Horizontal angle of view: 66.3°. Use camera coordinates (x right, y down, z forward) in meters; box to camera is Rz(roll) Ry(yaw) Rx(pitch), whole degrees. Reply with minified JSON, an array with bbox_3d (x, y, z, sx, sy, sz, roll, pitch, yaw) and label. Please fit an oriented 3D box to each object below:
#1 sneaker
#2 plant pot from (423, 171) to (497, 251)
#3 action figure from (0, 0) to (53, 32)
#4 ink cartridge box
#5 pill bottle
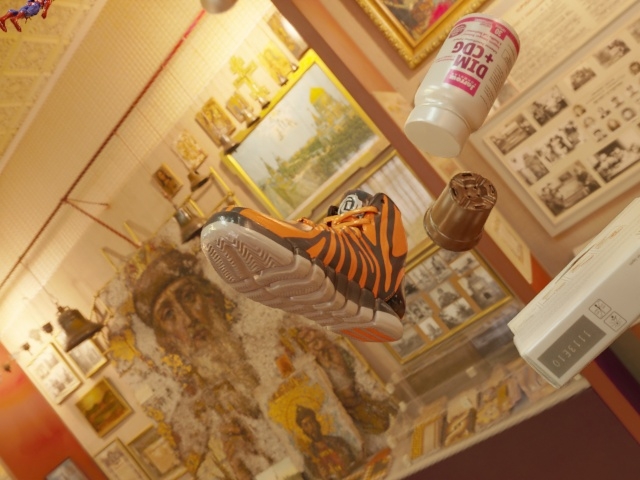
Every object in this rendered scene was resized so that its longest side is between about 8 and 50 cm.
[{"bbox_3d":[0.000,0.000,0.609,0.125,0.321,0.180,-10,59,38],"label":"sneaker"},{"bbox_3d":[0.372,-0.081,1.284,0.167,0.167,0.165,-38,-20,-24],"label":"plant pot"},{"bbox_3d":[-0.411,-0.330,0.701,0.030,0.038,0.115,75,-158,-47],"label":"action figure"},{"bbox_3d":[0.363,0.050,0.628,0.275,0.060,0.239,-48,-15,10],"label":"ink cartridge box"},{"bbox_3d":[0.306,-0.333,1.073,0.283,0.160,0.160,-61,2,-11],"label":"pill bottle"}]
